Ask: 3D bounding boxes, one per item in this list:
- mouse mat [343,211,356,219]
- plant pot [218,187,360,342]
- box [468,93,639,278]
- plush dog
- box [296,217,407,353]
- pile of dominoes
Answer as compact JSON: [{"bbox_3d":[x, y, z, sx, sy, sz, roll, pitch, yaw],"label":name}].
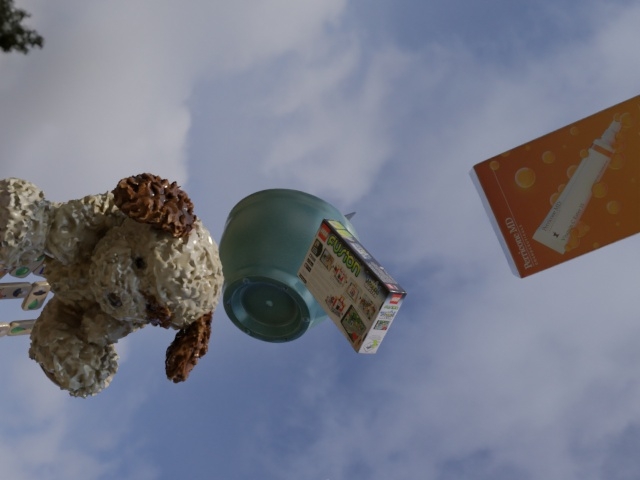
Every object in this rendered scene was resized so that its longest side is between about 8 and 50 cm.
[{"bbox_3d":[0.000,0.000,1.640,0.007,0.190,0.152,46,-67,9],"label":"mouse mat"},{"bbox_3d":[-0.079,0.074,1.463,0.293,0.293,0.196,-29,-154,33],"label":"plant pot"},{"bbox_3d":[0.463,-0.097,1.313,0.345,0.168,0.215,-23,-93,9],"label":"box"},{"bbox_3d":[-0.203,0.030,0.814,0.226,0.262,0.210,6,-149,30],"label":"plush dog"},{"bbox_3d":[0.042,0.066,1.157,0.207,0.036,0.114,50,-58,46],"label":"box"},{"bbox_3d":[-0.399,0.085,1.053,0.196,0.251,0.040,-52,-122,31],"label":"pile of dominoes"}]
